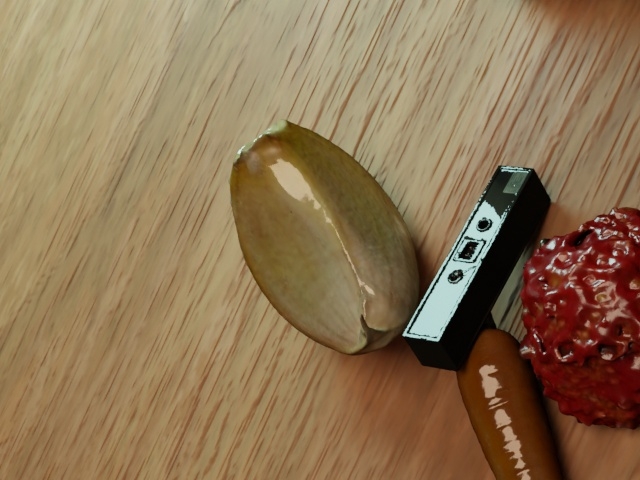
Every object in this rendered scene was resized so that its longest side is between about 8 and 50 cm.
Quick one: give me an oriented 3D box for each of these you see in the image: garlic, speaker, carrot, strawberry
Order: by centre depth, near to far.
[{"bbox_3d":[0.261,0.053,1.533,0.236,0.111,0.190,0,72,35],"label":"strawberry"},{"bbox_3d":[0.174,0.202,1.576,0.069,0.069,0.336,-29,62,25],"label":"carrot"},{"bbox_3d":[0.135,0.021,1.629,0.040,0.046,0.191,9,56,39],"label":"speaker"},{"bbox_3d":[0.007,0.009,1.702,0.145,0.164,0.245,-34,61,2],"label":"garlic"}]
